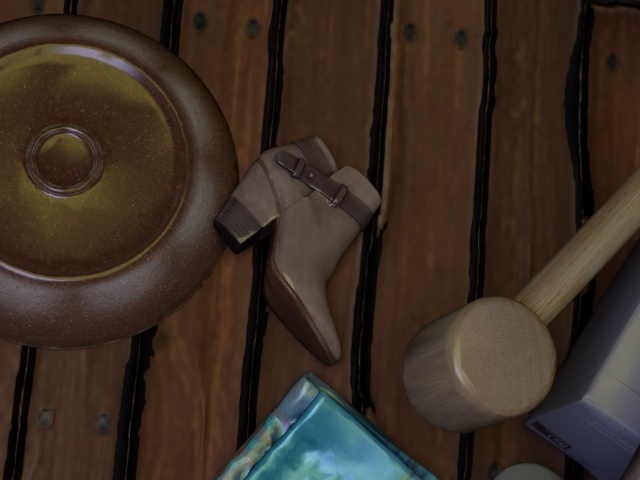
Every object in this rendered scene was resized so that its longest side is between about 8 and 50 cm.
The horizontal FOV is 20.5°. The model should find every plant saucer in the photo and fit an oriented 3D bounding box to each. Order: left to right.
[{"bbox_3d":[-0.142,-0.040,0.980,0.199,0.036,0.198,2,73,-8],"label":"plant saucer"}]

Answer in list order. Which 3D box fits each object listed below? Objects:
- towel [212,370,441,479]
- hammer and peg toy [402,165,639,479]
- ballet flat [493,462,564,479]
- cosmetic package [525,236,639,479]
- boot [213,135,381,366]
[{"bbox_3d":[-0.016,0.286,0.904,0.271,0.040,0.370,39,72,4],"label":"towel"},{"bbox_3d":[0.241,0.091,0.851,0.361,0.127,0.266,37,72,-7],"label":"hammer and peg toy"},{"bbox_3d":[0.114,0.214,0.887,0.072,0.068,0.213,5,74,-6],"label":"ballet flat"},{"bbox_3d":[0.233,0.037,0.984,0.127,0.107,0.238,33,69,-2],"label":"cosmetic package"},{"bbox_3d":[0.000,0.000,0.990,0.087,0.042,0.118,-36,89,-25],"label":"boot"}]
